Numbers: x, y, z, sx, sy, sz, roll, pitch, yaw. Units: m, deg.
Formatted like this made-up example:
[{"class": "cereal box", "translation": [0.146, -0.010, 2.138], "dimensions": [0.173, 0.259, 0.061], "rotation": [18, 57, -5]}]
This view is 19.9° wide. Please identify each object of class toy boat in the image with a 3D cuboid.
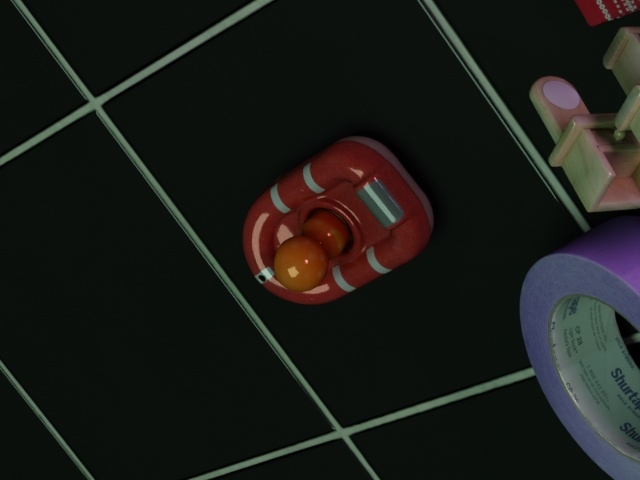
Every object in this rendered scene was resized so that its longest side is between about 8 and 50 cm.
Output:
[{"class": "toy boat", "translation": [0.000, 0.000, 1.948], "dimensions": [0.151, 0.151, 0.231], "rotation": [51, 137, -8]}]

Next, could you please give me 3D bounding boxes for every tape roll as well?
[{"class": "tape roll", "translation": [0.316, 0.117, 1.778], "dimensions": [0.275, 0.090, 0.275], "rotation": [43, 149, 34]}]

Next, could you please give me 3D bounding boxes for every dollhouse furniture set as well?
[{"class": "dollhouse furniture set", "translation": [0.362, -0.209, 1.457], "dimensions": [0.174, 0.303, 0.355], "rotation": [65, 148, 34]}]

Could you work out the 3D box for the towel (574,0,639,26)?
[{"class": "towel", "translation": [0.275, -0.300, 1.556], "dimensions": [0.275, 0.031, 0.199], "rotation": [-16, 113, 53]}]
